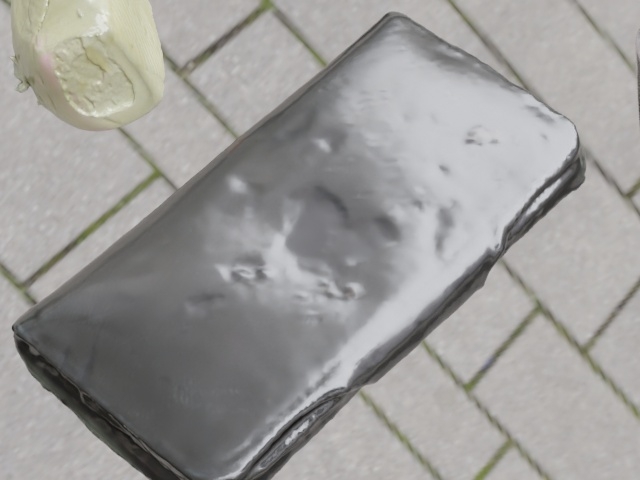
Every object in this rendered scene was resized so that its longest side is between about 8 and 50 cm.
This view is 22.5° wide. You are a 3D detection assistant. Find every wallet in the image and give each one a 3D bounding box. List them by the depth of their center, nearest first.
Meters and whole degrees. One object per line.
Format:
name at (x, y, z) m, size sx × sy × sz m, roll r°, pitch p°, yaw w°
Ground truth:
wallet at (0.000, 0.000, 1.033) m, size 0.197 × 0.051 × 0.377 m, roll 36°, pitch 65°, yaw 24°

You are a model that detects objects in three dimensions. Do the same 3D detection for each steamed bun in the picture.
steamed bun at (-0.271, -0.229, 1.777) m, size 0.239 × 0.152 × 0.170 m, roll -107°, pitch 170°, yaw -47°

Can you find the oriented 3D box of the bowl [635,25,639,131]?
bowl at (0.255, -0.012, 0.562) m, size 0.287 × 0.287 × 0.144 m, roll -18°, pitch 114°, yaw -32°
